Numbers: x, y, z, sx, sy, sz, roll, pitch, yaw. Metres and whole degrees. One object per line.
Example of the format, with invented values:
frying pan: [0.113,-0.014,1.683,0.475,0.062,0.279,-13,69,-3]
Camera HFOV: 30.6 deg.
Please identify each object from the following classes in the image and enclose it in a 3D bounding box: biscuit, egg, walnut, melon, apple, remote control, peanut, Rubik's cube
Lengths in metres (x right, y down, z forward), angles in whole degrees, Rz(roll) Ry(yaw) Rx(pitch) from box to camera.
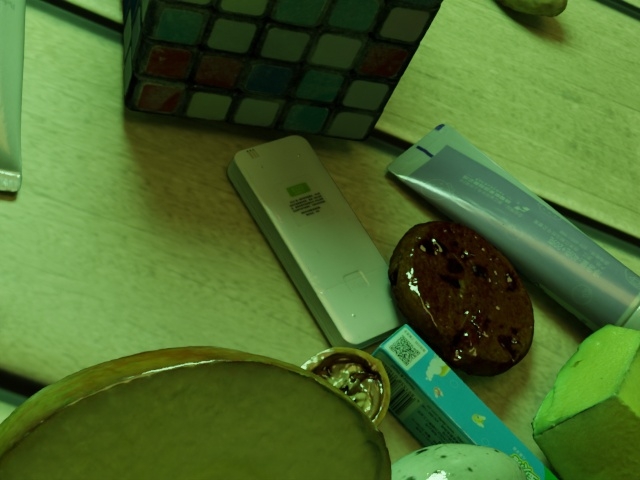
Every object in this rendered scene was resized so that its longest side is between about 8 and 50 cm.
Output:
biscuit: [0.151,0.060,1.245,0.192,0.049,0.192,28,42,-28]
egg: [0.118,0.251,1.062,0.164,0.131,0.131,-17,66,-17]
walnut: [0.011,0.158,1.128,0.121,0.052,0.091,-30,76,-31]
melon: [0.379,0.242,1.201,0.323,0.124,0.196,44,52,0]
apple: [-0.118,0.177,0.913,0.346,0.254,0.179,6,48,-26]
remote control: [0.000,0.000,1.240,0.103,0.034,0.250,-21,70,-34]
peanut: [0.254,-0.370,1.574,0.193,0.089,0.089,40,51,5]
Rubik's cube: [-0.047,-0.312,1.248,0.292,0.287,0.293,5,55,-19]

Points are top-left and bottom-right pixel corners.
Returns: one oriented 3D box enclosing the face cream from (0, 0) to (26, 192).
face cream: [-0.355,-0.201,1.183,0.143,0.089,0.314,11,62,-20]

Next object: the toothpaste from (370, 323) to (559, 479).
toothpaste: [0.149,0.202,1.156,0.266,0.065,0.050,46,47,9]

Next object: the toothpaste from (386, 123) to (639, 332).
toothpaste: [0.251,-0.001,1.337,0.371,0.080,0.125,41,50,11]
